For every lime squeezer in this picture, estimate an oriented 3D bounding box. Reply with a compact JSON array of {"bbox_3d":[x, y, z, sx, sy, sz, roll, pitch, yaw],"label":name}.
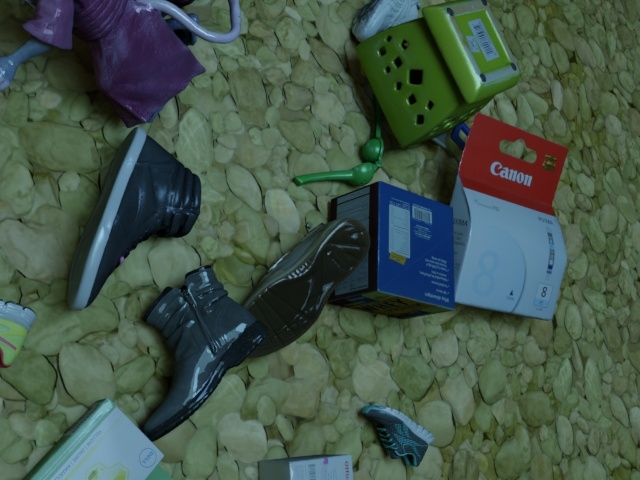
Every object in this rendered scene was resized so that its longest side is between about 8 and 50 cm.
[{"bbox_3d":[0.073,-0.170,1.438,0.110,0.059,0.310,32,55,11],"label":"lime squeezer"}]

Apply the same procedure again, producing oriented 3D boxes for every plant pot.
[{"bbox_3d":[0.243,-0.342,1.442,0.227,0.207,0.228,-26,90,-44],"label":"plant pot"}]

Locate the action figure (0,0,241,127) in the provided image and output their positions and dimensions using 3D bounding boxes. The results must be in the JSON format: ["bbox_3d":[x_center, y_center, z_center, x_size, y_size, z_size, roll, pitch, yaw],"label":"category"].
[{"bbox_3d":[-0.309,-0.319,1.026,0.370,0.275,0.248,39,34,-55],"label":"action figure"}]

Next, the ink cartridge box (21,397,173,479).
[{"bbox_3d":[-0.279,0.361,1.013,0.235,0.056,0.171,50,53,-13],"label":"ink cartridge box"}]

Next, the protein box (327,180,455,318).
[{"bbox_3d":[0.133,0.025,1.360,0.199,0.136,0.201,15,69,-37],"label":"protein box"}]

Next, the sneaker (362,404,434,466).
[{"bbox_3d":[0.136,0.354,1.327,0.166,0.065,0.076,36,63,-23],"label":"sneaker"}]

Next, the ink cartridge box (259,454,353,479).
[{"bbox_3d":[-0.014,0.394,1.181,0.143,0.090,0.092,7,74,-37],"label":"ink cartridge box"}]

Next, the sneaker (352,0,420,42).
[{"bbox_3d":[0.154,-0.471,1.551,0.115,0.090,0.232,50,54,-20],"label":"sneaker"}]

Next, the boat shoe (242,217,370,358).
[{"bbox_3d":[-0.045,0.075,1.244,0.302,0.098,0.109,-46,113,-17],"label":"boat shoe"}]

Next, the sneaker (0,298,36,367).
[{"bbox_3d":[-0.467,0.108,0.920,0.208,0.081,0.094,20,68,-32],"label":"sneaker"}]

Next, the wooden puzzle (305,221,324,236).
[{"bbox_3d":[0.000,0.000,1.353,0.049,0.006,0.083,-36,101,-38],"label":"wooden puzzle"}]

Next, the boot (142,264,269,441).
[{"bbox_3d":[-0.211,0.165,1.110,0.161,0.083,0.246,42,70,4],"label":"boot"}]

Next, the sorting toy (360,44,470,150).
[{"bbox_3d":[0.203,-0.307,1.569,0.347,0.047,0.196,29,56,-30],"label":"sorting toy"}]

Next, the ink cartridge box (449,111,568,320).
[{"bbox_3d":[0.406,-0.040,1.540,0.308,0.091,0.385,13,93,-34],"label":"ink cartridge box"}]

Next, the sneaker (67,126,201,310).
[{"bbox_3d":[-0.264,-0.015,1.092,0.146,0.104,0.296,29,60,-26],"label":"sneaker"}]
